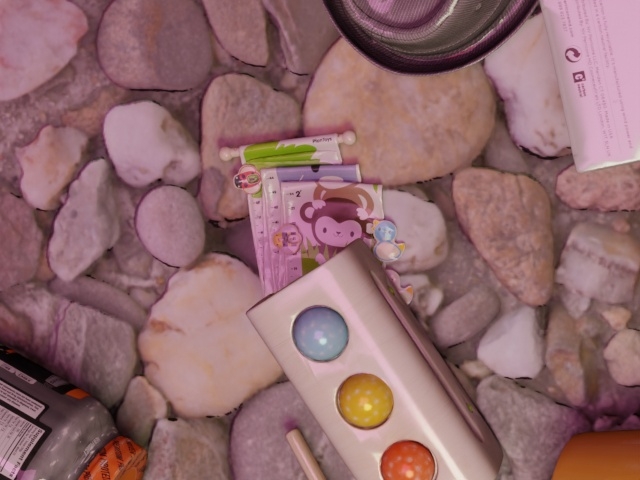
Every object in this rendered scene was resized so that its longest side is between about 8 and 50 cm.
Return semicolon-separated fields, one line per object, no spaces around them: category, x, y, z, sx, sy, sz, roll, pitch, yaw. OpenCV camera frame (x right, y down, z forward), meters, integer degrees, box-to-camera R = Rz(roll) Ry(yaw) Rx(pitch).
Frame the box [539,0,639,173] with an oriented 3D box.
box;0.318;-0.171;1.621;0.182;0.119;0.181;-12;92;16

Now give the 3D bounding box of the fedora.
fedora;0.105;-0.296;1.661;0.244;0.124;0.275;32;102;9

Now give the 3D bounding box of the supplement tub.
supplement tub;-0.355;0.210;1.794;0.316;0.193;0.193;29;102;10

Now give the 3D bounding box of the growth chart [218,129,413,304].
growth chart;0.000;0.000;1.771;0.172;0.021;0.237;-12;93;14

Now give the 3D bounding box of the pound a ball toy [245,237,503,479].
pound a ball toy;0.034;0.189;1.709;0.208;0.136;0.319;-32;91;16

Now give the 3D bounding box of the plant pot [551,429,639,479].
plant pot;0.328;0.263;1.633;0.188;0.205;0.205;6;97;29
